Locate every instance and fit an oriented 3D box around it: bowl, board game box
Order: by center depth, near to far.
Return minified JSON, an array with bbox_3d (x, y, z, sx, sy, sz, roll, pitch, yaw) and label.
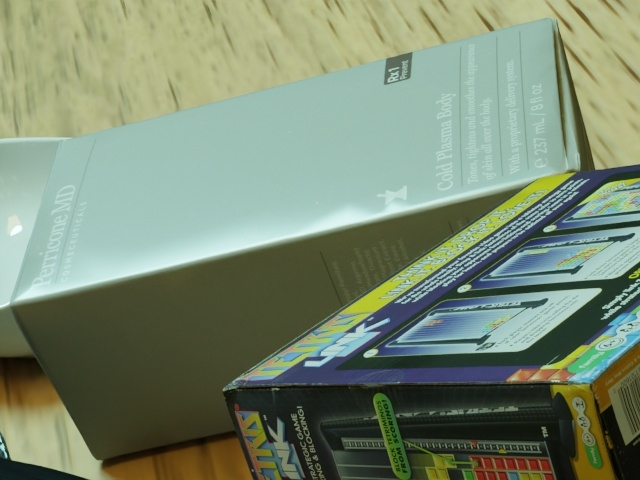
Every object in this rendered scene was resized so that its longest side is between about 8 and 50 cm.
[{"bbox_3d":[0.078,0.026,0.525,0.141,0.048,0.170,-7,18,47],"label":"board game box"},{"bbox_3d":[-0.155,0.008,0.874,0.142,0.053,0.142,3,40,36],"label":"bowl"}]

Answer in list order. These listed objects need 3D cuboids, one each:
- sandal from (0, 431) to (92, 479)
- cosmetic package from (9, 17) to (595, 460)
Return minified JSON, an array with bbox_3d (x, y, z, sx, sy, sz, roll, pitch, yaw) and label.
[{"bbox_3d":[-0.176,0.081,0.738,0.255,0.097,0.054,10,87,30],"label":"sandal"},{"bbox_3d":[0.000,0.000,0.745,0.238,0.107,0.127,-12,36,11],"label":"cosmetic package"}]
